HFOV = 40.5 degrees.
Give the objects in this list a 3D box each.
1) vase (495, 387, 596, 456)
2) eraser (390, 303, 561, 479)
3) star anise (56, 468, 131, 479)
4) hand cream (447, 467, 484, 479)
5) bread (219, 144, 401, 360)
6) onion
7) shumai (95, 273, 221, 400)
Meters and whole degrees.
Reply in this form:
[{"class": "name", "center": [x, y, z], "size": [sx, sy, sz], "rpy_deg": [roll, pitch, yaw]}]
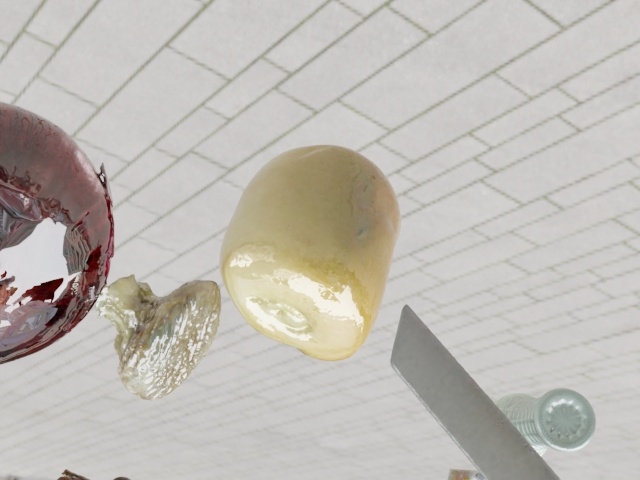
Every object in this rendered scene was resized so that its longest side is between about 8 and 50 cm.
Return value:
[{"class": "vase", "center": [0.424, 0.353, 1.671], "size": [0.143, 0.143, 0.299], "rpy_deg": [8, 165, 0]}, {"class": "eraser", "center": [0.204, 0.244, 1.142], "size": [0.077, 0.352, 0.111], "rpy_deg": [-40, 155, 1]}, {"class": "star anise", "center": [-0.445, 0.530, 1.759], "size": [0.196, 0.111, 0.212], "rpy_deg": [-13, 125, 4]}, {"class": "hand cream", "center": [0.247, 0.411, 1.504], "size": [0.022, 0.035, 0.102], "rpy_deg": [24, 157, -20]}, {"class": "bread", "center": [0.000, 0.000, 1.670], "size": [0.348, 0.376, 0.253], "rpy_deg": [38, 133, -15]}, {"class": "onion", "center": [-0.360, 0.002, 0.887], "size": [0.314, 0.313, 0.232], "rpy_deg": [24, -167, -29]}, {"class": "shumai", "center": [-0.258, 0.130, 1.345], "size": [0.153, 0.209, 0.161], "rpy_deg": [29, -173, 17]}]
